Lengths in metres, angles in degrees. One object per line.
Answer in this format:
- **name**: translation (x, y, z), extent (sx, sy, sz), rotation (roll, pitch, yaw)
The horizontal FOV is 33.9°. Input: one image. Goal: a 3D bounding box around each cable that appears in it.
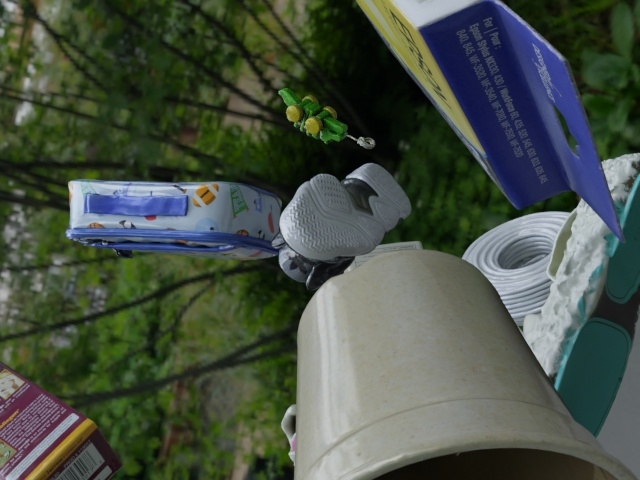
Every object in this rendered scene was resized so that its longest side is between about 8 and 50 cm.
- **cable**: translation (0.356, 0.046, 1.786), extent (0.089, 0.257, 0.257), rotation (64, -150, -25)

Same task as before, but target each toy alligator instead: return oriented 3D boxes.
- **toy alligator**: translation (0.004, -0.185, 1.724), extent (0.056, 0.189, 0.051), rotation (-40, -23, -46)

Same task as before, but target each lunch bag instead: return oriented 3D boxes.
- **lunch bag**: translation (-0.223, -0.032, 1.568), extent (0.243, 0.303, 0.115), rotation (10, -99, -69)

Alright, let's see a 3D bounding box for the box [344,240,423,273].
- **box**: translation (0.133, 0.158, 1.806), extent (0.121, 0.148, 0.311), rotation (90, 174, -47)

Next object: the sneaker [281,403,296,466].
- **sneaker**: translation (0.008, 0.350, 1.689), extent (0.103, 0.111, 0.252), rotation (-61, 35, 8)

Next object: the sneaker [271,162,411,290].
- **sneaker**: translation (0.000, 0.000, 1.202), extent (0.153, 0.101, 0.268), rotation (-42, -7, 27)

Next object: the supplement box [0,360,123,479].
- **supplement box**: translation (-0.317, 0.217, 1.121), extent (0.104, 0.188, 0.081), rotation (-45, -44, -27)

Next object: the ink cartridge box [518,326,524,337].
- **ink cartridge box**: translation (0.388, 0.315, 2.117), extent (0.206, 0.208, 0.045), rotation (-39, -19, 3)

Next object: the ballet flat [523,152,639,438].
- **ballet flat**: translation (0.333, 0.080, 1.331), extent (0.409, 0.147, 0.147), rotation (-67, 11, -7)

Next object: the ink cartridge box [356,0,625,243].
- **ink cartridge box**: translation (0.106, -0.145, 0.833), extent (0.307, 0.072, 0.303), rotation (59, -173, 31)

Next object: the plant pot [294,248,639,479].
- **plant pot**: translation (0.101, 0.185, 1.012), extent (0.305, 0.333, 0.334), rotation (-102, 27, -50)
